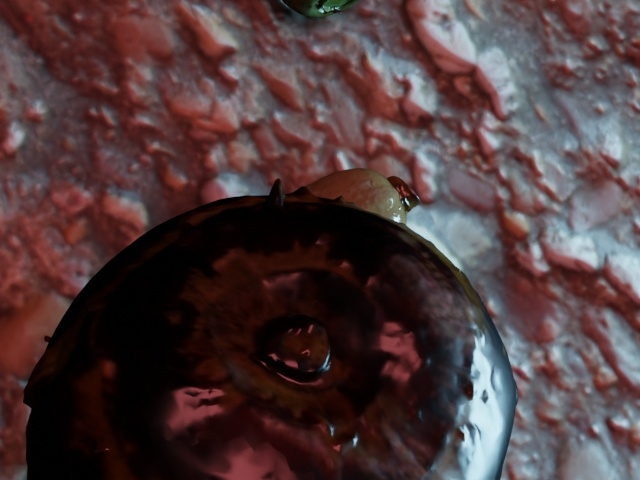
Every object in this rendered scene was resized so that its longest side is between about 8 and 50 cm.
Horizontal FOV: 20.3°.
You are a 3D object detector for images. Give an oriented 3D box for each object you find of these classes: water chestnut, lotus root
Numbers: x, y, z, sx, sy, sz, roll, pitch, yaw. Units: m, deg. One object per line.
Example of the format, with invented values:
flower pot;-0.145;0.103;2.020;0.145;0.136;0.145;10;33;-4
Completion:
water chestnut;-0.035;0.124;1.038;0.300;0.300;0.300;5;74;-19
lotus root;0.000;0.000;1.172;0.150;0.062;0.073;-33;93;-17

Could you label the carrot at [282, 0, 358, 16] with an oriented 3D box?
carrot;-0.034;-0.295;1.246;0.078;0.078;0.298;-10;74;-22
